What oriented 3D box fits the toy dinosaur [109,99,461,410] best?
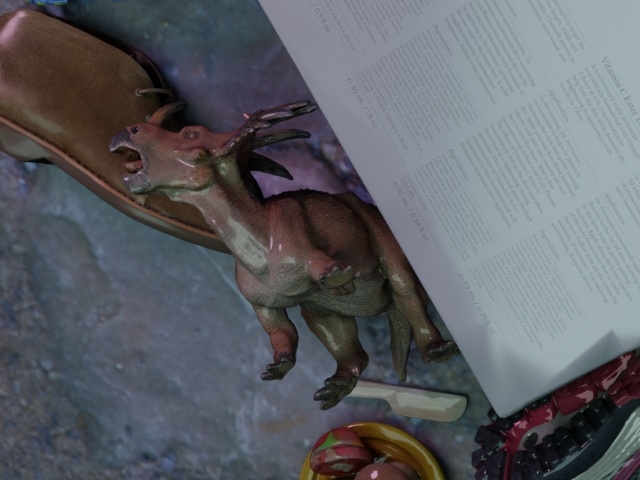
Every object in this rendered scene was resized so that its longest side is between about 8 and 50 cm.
[{"bbox_3d":[0.000,0.000,1.433,0.127,0.296,0.200,-34,52,24],"label":"toy dinosaur"}]

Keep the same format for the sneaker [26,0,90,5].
[{"bbox_3d":[-0.155,-0.224,1.476,0.188,0.067,0.078,-3,113,22],"label":"sneaker"}]

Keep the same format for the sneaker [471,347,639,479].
[{"bbox_3d":[0.258,0.115,1.444,0.299,0.121,0.112,-33,126,22],"label":"sneaker"}]

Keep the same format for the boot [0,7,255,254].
[{"bbox_3d":[-0.135,-0.078,1.507,0.305,0.112,0.115,28,94,3],"label":"boot"}]

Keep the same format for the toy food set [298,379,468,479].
[{"bbox_3d":[0.032,0.218,1.546,0.128,0.071,0.218,15,103,16],"label":"toy food set"}]

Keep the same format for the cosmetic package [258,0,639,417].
[{"bbox_3d":[0.161,-0.107,1.369,0.284,0.097,0.377,-30,88,25],"label":"cosmetic package"}]
